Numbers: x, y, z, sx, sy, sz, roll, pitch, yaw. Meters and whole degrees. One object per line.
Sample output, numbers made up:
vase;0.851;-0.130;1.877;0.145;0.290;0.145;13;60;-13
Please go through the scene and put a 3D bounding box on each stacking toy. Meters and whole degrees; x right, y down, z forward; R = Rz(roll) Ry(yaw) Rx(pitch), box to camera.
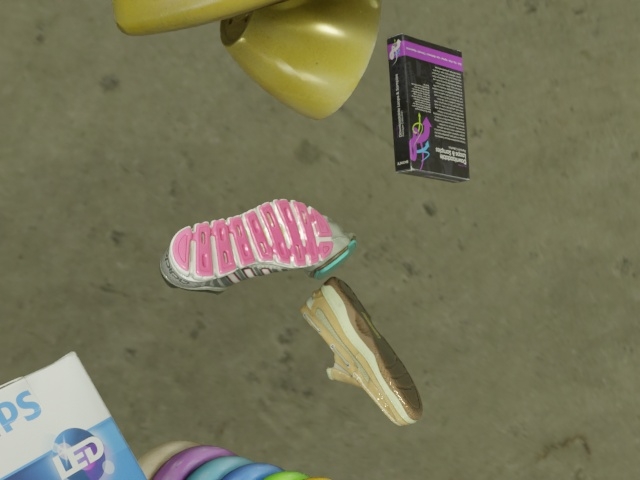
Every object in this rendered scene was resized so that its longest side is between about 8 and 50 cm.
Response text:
stacking toy;-0.026;0.240;1.017;0.330;0.141;0.141;-6;72;46

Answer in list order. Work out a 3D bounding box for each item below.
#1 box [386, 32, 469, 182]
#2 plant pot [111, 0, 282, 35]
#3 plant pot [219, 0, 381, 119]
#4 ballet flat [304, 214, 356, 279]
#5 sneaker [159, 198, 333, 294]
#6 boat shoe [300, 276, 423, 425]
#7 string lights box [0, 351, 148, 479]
box;0.128;-0.153;1.465;0.029;0.116;0.162;-12;77;41
plant pot;-0.015;-0.251;0.799;0.187;0.212;0.212;18;123;51
plant pot;-0.026;-0.177;1.028;0.134;0.095;0.134;-35;48;49
ballet flat;0.000;0.000;1.373;0.072;0.213;0.068;-39;87;-1
sneaker;-0.068;0.009;1.078;0.075;0.170;0.063;-28;78;52
boat shoe;0.040;0.132;1.360;0.072;0.068;0.190;-39;59;13
string lights box;-0.128;0.203;0.646;0.077;0.133;0.260;-33;85;38
